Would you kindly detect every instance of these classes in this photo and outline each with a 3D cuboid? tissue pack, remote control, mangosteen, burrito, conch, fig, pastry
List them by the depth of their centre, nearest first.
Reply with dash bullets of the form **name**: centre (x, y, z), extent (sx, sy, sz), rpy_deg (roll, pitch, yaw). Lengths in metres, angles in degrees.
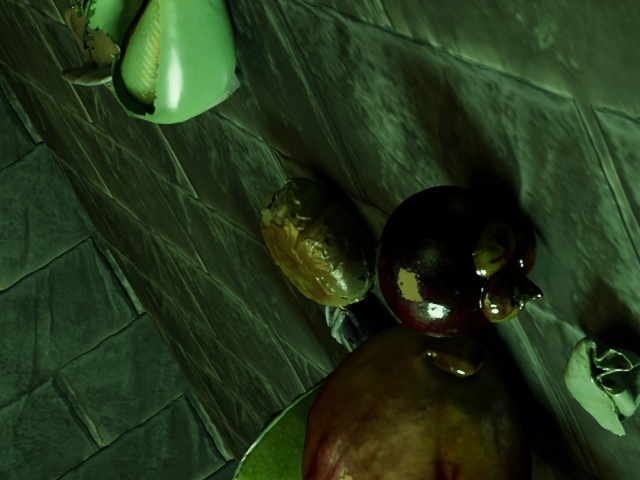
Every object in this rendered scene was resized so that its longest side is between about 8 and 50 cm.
- **burrito**: centre (0.221, 0.106, 1.159), extent (0.074, 0.044, 0.118), rpy_deg (49, 168, 15)
- **mangosteen**: centre (0.113, 0.021, 1.197), extent (0.140, 0.140, 0.140), rpy_deg (51, 166, 18)
- **fig**: centre (0.098, 0.198, 1.458), extent (0.224, 0.224, 0.263), rpy_deg (-159, 70, -68)
- **conch**: centre (-0.169, -0.231, 1.501), extent (0.143, 0.137, 0.251), rpy_deg (38, 159, 42)
- **pastry**: centre (-0.003, 0.004, 1.616), extent (0.153, 0.081, 0.153), rpy_deg (52, 163, 23)
- **tissue pack**: centre (-0.212, -0.204, 1.705), extent (0.159, 0.145, 0.229), rpy_deg (59, 167, -16)
- **remote control**: centre (0.076, 0.132, 1.721), extent (0.266, 0.066, 0.090), rpy_deg (54, 154, 23)

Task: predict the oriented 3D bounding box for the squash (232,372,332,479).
- **squash**: centre (0.085, 0.369, 1.811), extent (0.384, 0.263, 0.263), rpy_deg (48, 165, 31)
